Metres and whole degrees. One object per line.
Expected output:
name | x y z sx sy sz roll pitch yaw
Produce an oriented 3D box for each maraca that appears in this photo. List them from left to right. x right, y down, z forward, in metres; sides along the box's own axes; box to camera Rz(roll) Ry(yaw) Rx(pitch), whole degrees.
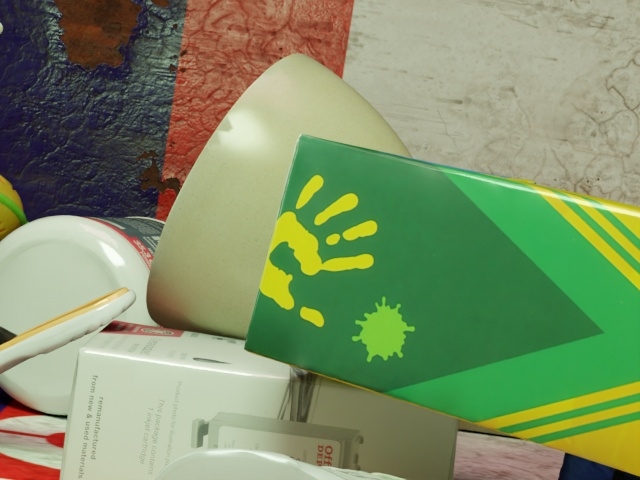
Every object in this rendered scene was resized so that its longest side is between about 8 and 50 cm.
maraca | -0.473 -0.040 1.825 0.127 0.099 0.185 1 -30 35

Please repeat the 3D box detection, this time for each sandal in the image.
sandal | -0.280 0.076 1.046 0.265 0.076 0.102 -25 2 2

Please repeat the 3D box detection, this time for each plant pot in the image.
plant pot | 0.000 0.000 1.167 0.191 0.284 0.284 30 7 11

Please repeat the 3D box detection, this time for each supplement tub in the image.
supplement tub | -0.215 0.070 1.318 0.191 0.191 0.272 9 3 14

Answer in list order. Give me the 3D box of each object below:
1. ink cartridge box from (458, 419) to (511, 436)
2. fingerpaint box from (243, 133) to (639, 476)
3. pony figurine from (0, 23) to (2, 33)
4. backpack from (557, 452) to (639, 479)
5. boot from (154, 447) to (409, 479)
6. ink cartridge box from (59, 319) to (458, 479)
ink cartridge box | 0.154 0.117 1.485 0.235 0.193 0.088 9 3 -5
fingerpaint box | 0.219 0.060 0.962 0.371 0.163 0.445 15 1 27
pony figurine | -0.410 -0.153 0.905 0.363 0.302 0.351 -2 8 -14
backpack | 0.232 0.199 0.953 0.120 0.101 0.098 18 -3 44
boot | 0.021 0.190 0.812 0.258 0.095 0.123 17 -3 -1
ink cartridge box | -0.045 0.147 1.010 0.283 0.117 0.207 8 2 -3
